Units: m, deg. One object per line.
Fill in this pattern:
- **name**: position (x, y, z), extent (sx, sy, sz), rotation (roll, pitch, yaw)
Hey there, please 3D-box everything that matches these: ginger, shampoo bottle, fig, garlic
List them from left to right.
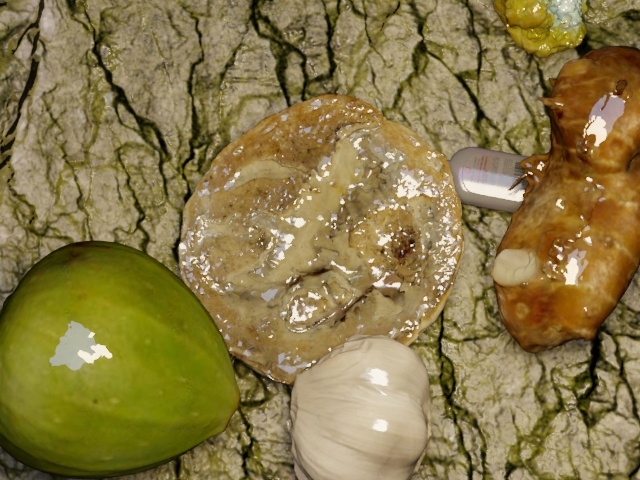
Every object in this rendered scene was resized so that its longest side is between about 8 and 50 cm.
- **fig**: position (-0.248, 0.154, 1.767), extent (0.316, 0.316, 0.316), rotation (-1, 74, 4)
- **garlic**: position (0.051, 0.235, 1.767), extent (0.178, 0.143, 0.229), rotation (9, 103, -6)
- **shampoo bottle**: position (0.208, -0.083, 1.923), extent (0.165, 0.040, 0.080), rotation (10, 78, 7)
- **ginger**: position (0.326, -0.066, 1.819), extent (0.254, 0.176, 0.418), rotation (39, 79, -24)

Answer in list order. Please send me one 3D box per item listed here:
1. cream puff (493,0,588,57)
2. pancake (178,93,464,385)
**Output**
- **cream puff**: position (0.287, -0.316, 1.940), extent (0.121, 0.156, 0.156), rotation (7, 72, 38)
- **pancake**: position (0.000, 0.001, 1.891), extent (0.387, 0.082, 0.387), rotation (-1, 78, 7)
